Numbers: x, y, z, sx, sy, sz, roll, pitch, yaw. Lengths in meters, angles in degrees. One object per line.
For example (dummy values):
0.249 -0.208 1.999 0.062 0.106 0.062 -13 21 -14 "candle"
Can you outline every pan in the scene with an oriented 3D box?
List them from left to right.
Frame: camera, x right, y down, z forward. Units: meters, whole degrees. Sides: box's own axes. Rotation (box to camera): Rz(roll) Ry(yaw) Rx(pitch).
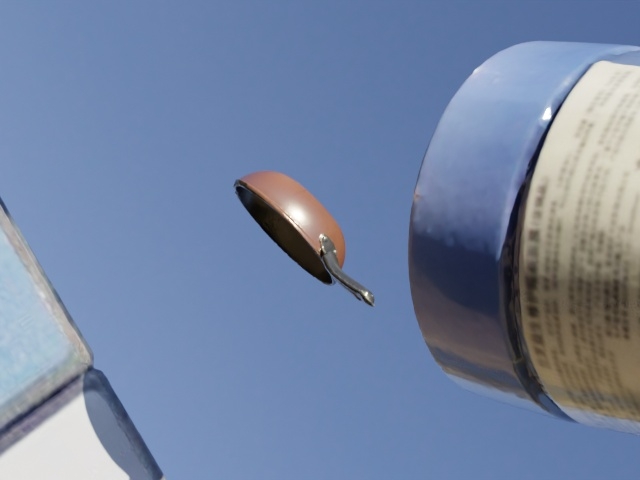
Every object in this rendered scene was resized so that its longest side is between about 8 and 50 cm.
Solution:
0.001 0.000 0.785 0.115 0.023 0.068 37 -13 51 "pan"

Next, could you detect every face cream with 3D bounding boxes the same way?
0.215 0.004 1.068 0.225 0.249 0.249 14 -56 42 "face cream"

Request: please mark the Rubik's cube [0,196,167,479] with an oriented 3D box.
-0.297 0.171 0.882 0.318 0.313 0.316 -28 -85 38 "Rubik's cube"
